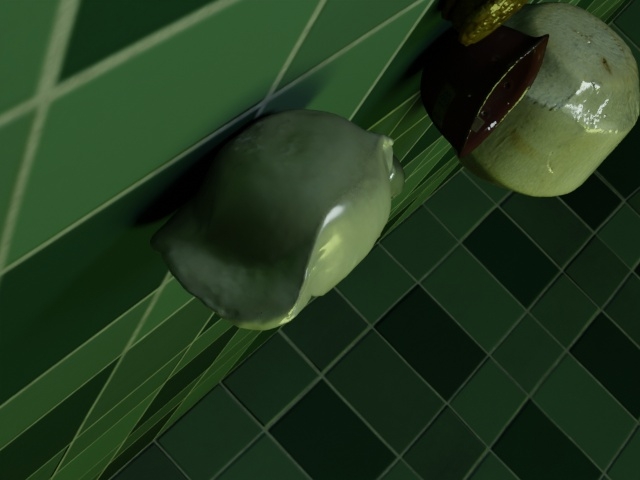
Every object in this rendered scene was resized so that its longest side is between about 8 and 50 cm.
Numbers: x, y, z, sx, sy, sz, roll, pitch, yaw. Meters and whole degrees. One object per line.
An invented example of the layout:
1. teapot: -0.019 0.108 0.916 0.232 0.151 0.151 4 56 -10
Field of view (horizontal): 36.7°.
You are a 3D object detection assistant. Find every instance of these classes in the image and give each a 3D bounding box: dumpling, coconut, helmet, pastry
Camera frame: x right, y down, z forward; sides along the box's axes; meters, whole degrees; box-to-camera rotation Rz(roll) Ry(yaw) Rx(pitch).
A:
1. dumpling: -0.029 -0.028 0.762 0.250 0.162 0.132 -53 146 -44
2. coconut: 0.281 -0.176 1.295 0.237 0.237 0.266 -39 170 -39
3. helmet: 0.173 -0.189 1.090 0.155 0.106 0.175 -44 170 -25
4. pastry: 0.164 -0.239 0.940 0.097 0.057 0.109 -41 174 33

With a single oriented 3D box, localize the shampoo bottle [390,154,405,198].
1. shampoo bottle: 0.034 -0.064 1.219 0.153 0.071 0.284 -35 172 4
